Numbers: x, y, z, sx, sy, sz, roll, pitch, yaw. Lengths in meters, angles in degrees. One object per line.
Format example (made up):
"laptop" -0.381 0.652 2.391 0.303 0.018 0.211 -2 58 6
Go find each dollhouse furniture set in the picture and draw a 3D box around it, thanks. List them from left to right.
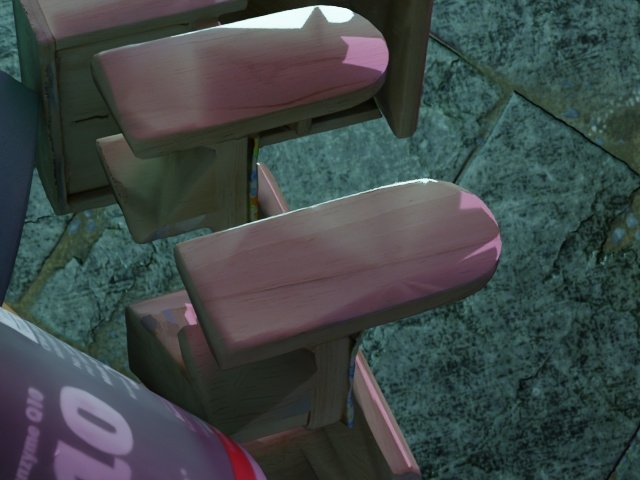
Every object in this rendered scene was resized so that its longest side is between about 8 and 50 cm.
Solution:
"dollhouse furniture set" 0.000 0.000 1.034 0.362 0.256 0.394 94 -24 -50

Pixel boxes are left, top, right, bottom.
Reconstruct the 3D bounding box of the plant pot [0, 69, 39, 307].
"plant pot" -0.274 -0.011 1.031 0.165 0.234 0.166 15 -14 45

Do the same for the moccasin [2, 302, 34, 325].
"moccasin" -0.238 0.107 1.209 0.380 0.139 0.147 43 -15 -18

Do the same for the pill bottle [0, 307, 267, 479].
"pill bottle" -0.166 0.096 0.700 0.283 0.161 0.161 34 -3 -36
